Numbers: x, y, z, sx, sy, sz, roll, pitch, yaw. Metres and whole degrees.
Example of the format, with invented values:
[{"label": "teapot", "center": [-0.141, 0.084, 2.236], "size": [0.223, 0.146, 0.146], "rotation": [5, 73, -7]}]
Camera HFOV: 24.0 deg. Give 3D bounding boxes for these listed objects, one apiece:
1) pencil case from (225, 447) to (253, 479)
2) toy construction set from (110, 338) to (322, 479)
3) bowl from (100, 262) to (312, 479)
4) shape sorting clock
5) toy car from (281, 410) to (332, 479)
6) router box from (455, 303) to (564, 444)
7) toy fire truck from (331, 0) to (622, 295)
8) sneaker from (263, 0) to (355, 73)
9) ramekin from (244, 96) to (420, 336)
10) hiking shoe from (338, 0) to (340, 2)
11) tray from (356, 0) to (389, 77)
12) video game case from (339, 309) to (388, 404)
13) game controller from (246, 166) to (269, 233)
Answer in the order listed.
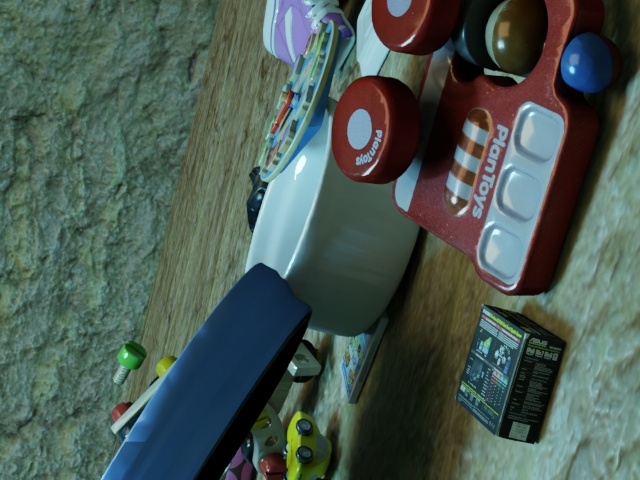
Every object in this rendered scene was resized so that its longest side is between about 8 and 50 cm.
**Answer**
[{"label": "pencil case", "center": [-0.147, 0.353, 2.209], "size": [0.098, 0.095, 0.209], "rotation": [1, 72, 40]}, {"label": "toy construction set", "center": [-0.114, 0.210, 1.915], "size": [0.237, 0.257, 0.309], "rotation": [-59, 18, 24]}, {"label": "bowl", "center": [-0.132, 0.206, 1.555], "size": [0.391, 0.077, 0.391], "rotation": [-58, -4, -7]}, {"label": "shape sorting clock", "center": [-0.028, -0.165, 1.773], "size": [0.206, 0.040, 0.206], "rotation": [-161, 90, -76]}, {"label": "toy car", "center": [-0.008, 0.315, 1.750], "size": [0.225, 0.053, 0.239], "rotation": [149, 133, -71]}, {"label": "router box", "center": [0.161, 0.113, 1.293], "size": [0.122, 0.038, 0.092], "rotation": [-140, 64, -75]}, {"label": "toy fire truck", "center": [0.162, -0.129, 1.346], "size": [0.254, 0.169, 0.302], "rotation": [36, 114, 50]}, {"label": "sneaker", "center": [-0.004, -0.374, 2.229], "size": [0.161, 0.102, 0.282], "rotation": [37, 142, 39]}, {"label": "ramekin", "center": [0.019, -0.020, 1.774], "size": [0.277, 0.135, 0.277], "rotation": [-162, 90, -76]}, {"label": "hiking shoe", "center": [0.003, -0.424, 2.340], "size": [0.132, 0.113, 0.304], "rotation": [-105, 27, -52]}, {"label": "tray", "center": [0.100, -0.345, 2.039], "size": [0.270, 0.030, 0.145], "rotation": [118, 162, -45]}, {"label": "video game case", "center": [0.051, 0.122, 1.794], "size": [0.087, 0.011, 0.122], "rotation": [-103, 31, -62]}, {"label": "game controller", "center": [-0.047, -0.089, 2.151], "size": [0.166, 0.067, 0.319], "rotation": [-49, -3, -7]}]
